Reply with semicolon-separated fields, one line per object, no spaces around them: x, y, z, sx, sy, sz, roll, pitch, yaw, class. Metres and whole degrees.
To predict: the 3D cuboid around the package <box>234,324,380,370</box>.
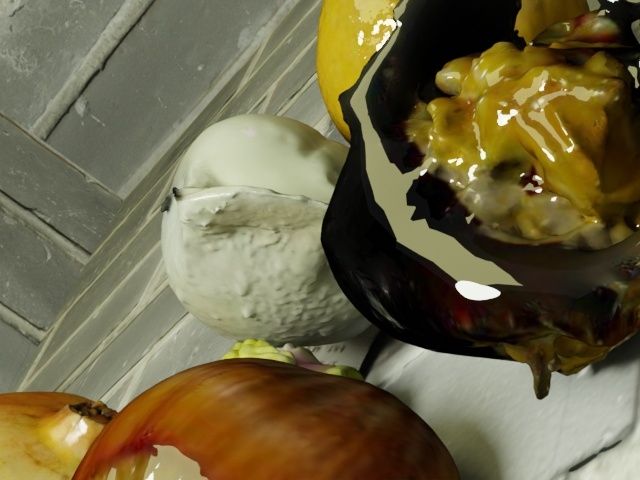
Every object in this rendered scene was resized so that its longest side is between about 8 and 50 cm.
-0.011;0.067;1.135;0.251;0.062;0.204;-21;36;60;package

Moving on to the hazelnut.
-0.030;0.162;0.732;0.210;0.210;0.186;-169;91;-76;hazelnut

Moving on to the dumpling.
-0.001;0.005;0.946;0.243;0.227;0.175;-70;-11;-64;dumpling

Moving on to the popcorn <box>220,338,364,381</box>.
-0.026;0.124;0.900;0.126;0.126;0.145;-43;24;5;popcorn

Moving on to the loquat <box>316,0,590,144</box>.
0.094;-0.139;0.987;0.208;0.208;0.208;-50;14;16;loquat

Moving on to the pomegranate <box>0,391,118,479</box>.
-0.181;0.222;0.887;0.264;0.264;0.264;-50;14;16;pomegranate

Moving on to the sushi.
0.116;-0.028;0.687;0.213;0.204;0.200;-7;-64;-55;sushi
